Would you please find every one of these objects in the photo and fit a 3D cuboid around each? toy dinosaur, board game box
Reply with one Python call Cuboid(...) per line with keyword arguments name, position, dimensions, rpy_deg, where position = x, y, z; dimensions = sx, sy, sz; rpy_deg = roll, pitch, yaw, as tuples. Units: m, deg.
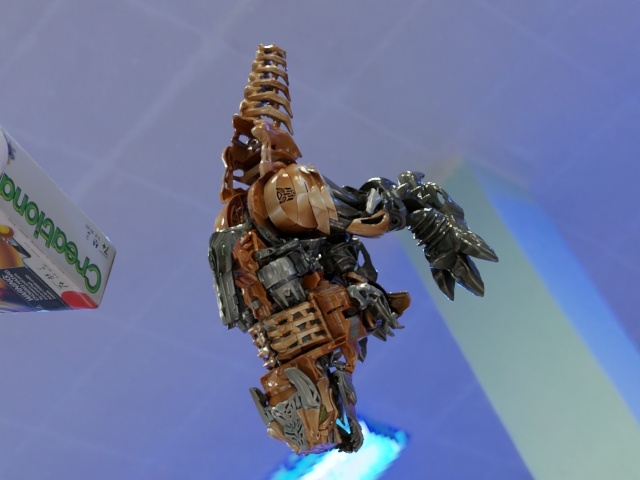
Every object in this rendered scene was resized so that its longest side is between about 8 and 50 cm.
Cuboid(name="toy dinosaur", position=(0.000, 0.000, 1.191), dimensions=(0.164, 0.322, 0.218), rpy_deg=(-6, -13, 45))
Cuboid(name="board game box", position=(-0.282, -0.051, 0.958), dimensions=(0.193, 0.053, 0.305), rpy_deg=(-4, -34, 27))

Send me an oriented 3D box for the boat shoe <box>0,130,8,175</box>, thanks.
Cuboid(name="boat shoe", position=(-0.250, -0.018, 0.758), dimensions=(0.084, 0.258, 0.095), rpy_deg=(-36, -61, -48))
